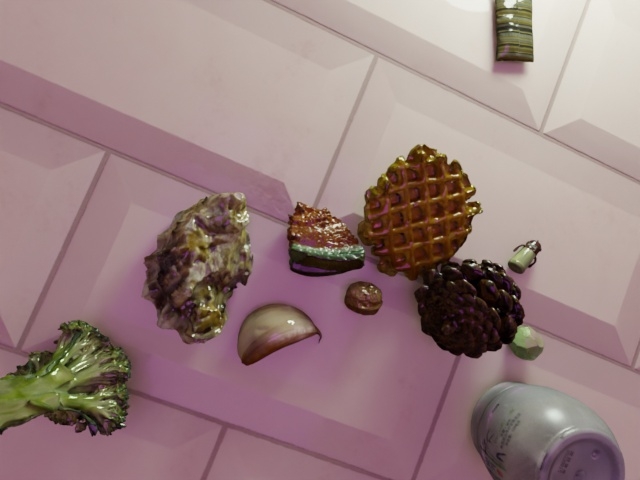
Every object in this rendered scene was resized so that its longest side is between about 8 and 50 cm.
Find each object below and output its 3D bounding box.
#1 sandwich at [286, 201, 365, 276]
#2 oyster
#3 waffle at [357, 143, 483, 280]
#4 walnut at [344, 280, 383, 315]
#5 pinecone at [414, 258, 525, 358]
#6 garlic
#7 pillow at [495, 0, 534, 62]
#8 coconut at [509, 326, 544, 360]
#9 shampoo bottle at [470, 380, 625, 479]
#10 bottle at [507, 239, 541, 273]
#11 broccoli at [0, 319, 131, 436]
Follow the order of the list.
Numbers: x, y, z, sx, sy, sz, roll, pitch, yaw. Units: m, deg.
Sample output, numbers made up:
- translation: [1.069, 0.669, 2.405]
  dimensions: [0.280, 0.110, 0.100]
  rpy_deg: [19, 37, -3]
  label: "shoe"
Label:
- translation: [0.009, 0.002, 0.997]
  dimensions: [0.184, 0.109, 0.160]
  rpy_deg: [4, 68, -7]
  label: "sandwich"
- translation: [-0.268, 0.043, 0.941]
  dimensions: [0.237, 0.115, 0.352]
  rpy_deg: [30, 85, -7]
  label: "oyster"
- translation: [0.237, -0.056, 1.001]
  dimensions: [0.302, 0.068, 0.325]
  rpy_deg: [34, 93, -22]
  label: "waffle"
- translation: [0.107, 0.142, 1.015]
  dimensions: [0.096, 0.083, 0.079]
  rpy_deg: [12, 118, -3]
  label: "walnut"
- translation: [0.355, 0.160, 0.982]
  dimensions: [0.257, 0.243, 0.244]
  rpy_deg: [12, 86, -50]
  label: "pinecone"
- translation: [-0.097, 0.210, 0.965]
  dimensions: [0.206, 0.115, 0.128]
  rpy_deg: [-13, 84, -11]
  label: "garlic"
- translation: [0.523, -0.582, 1.113]
  dimensions: [0.113, 0.038, 0.204]
  rpy_deg: [-1, 88, -8]
  label: "pillow"
- translation: [0.534, 0.270, 1.076]
  dimensions: [0.083, 0.081, 0.082]
  rpy_deg: [-13, 55, 5]
  label: "coconut"
- translation: [0.514, 0.482, 0.970]
  dimensions: [0.272, 0.266, 0.273]
  rpy_deg: [0, 90, -11]
  label: "shampoo bottle"
- translation: [0.547, 0.041, 1.100]
  dimensions: [0.101, 0.047, 0.063]
  rpy_deg: [-45, 123, -11]
  label: "bottle"
- translation: [-0.555, 0.276, 0.784]
  dimensions: [0.221, 0.361, 0.252]
  rpy_deg: [-49, 58, 0]
  label: "broccoli"
